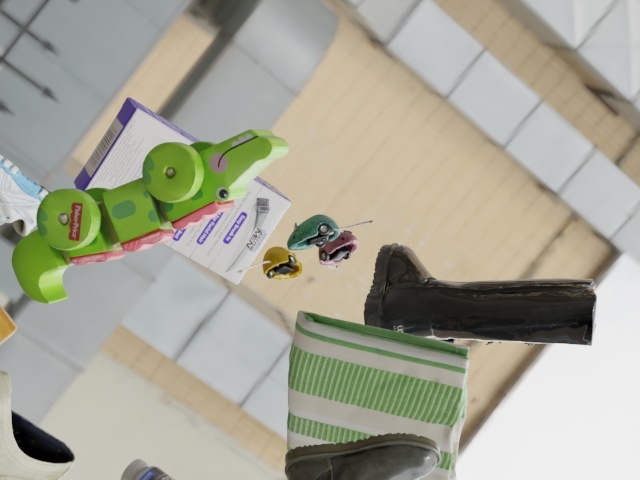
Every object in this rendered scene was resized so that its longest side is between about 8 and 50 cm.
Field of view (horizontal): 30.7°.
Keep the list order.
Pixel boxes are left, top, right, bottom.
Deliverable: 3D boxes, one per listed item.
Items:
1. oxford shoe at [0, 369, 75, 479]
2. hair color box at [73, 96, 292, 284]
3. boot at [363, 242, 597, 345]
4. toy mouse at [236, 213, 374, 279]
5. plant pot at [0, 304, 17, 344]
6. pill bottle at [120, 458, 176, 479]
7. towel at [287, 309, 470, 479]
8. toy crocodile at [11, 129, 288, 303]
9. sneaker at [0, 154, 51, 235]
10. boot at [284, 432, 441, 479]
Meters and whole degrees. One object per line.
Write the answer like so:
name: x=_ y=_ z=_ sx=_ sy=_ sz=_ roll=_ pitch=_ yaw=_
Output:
oxford shoe: x=-0.396 y=0.143 z=1.161 sx=0.146 sy=0.397 sz=0.140 roll=-32 pitch=-137 yaw=0
hair color box: x=-0.244 y=-0.086 z=2.078 sx=0.185 sy=0.338 sz=0.110 roll=-56 pitch=-156 yaw=5
boot: x=0.335 y=0.105 z=2.381 sx=0.445 sy=0.146 sz=0.367 roll=-5 pitch=-154 yaw=13
toy mouse: x=0.000 y=0.000 z=1.341 sx=0.143 sy=0.161 sz=0.031 roll=-33 pitch=-115 yaw=26
plant pot: x=-0.531 y=0.098 z=1.505 sx=0.205 sy=0.188 sz=0.205 roll=-33 pitch=-172 yaw=5
pill bottle: x=-0.318 y=0.487 z=2.263 sx=0.137 sy=0.078 sz=0.078 roll=29 pitch=-102 yaw=25
towel: x=0.074 y=0.242 z=1.565 sx=0.038 sy=0.247 sz=0.325 roll=-64 pitch=161 yaw=-48
toy crocodile: x=-0.190 y=-0.033 z=1.273 sx=0.340 sy=0.105 sz=0.115 roll=-23 pitch=178 yaw=12
sneaker: x=-0.428 y=-0.065 z=1.535 sx=0.071 sy=0.190 sz=0.083 roll=22 pitch=-105 yaw=39
boot: x=0.046 y=0.314 z=1.226 sx=0.189 sy=0.076 sz=0.209 roll=-11 pitch=-134 yaw=5
